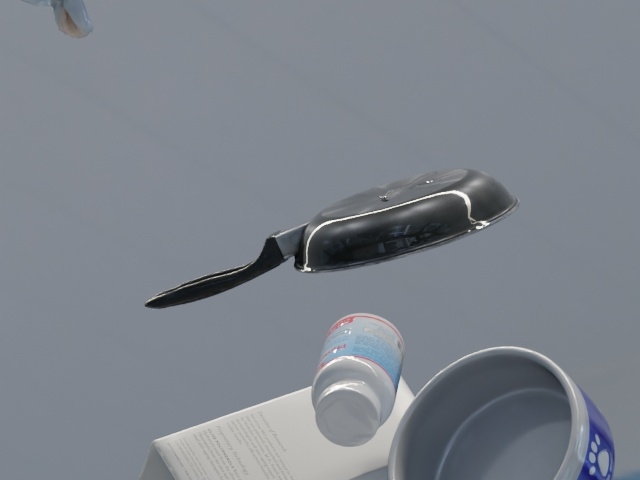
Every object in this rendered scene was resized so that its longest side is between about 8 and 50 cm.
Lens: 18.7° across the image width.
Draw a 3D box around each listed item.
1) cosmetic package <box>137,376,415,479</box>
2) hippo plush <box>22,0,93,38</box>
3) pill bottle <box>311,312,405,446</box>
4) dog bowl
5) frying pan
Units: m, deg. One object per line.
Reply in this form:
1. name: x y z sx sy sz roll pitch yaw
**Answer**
1. cosmetic package: -0.044 0.310 2.486 0.366 0.155 0.197 -17 -32 -33
2. hippo plush: -0.188 -0.299 1.411 0.236 0.234 0.294 -42 -18 18
3. pill bottle: 0.037 0.145 2.002 0.087 0.160 0.087 3 -66 7
4. dog bowl: 0.218 0.267 2.349 0.265 0.265 0.104 -17 -40 31
5. frying pan: 0.019 -0.009 1.663 0.326 0.053 0.197 -8 13 39
